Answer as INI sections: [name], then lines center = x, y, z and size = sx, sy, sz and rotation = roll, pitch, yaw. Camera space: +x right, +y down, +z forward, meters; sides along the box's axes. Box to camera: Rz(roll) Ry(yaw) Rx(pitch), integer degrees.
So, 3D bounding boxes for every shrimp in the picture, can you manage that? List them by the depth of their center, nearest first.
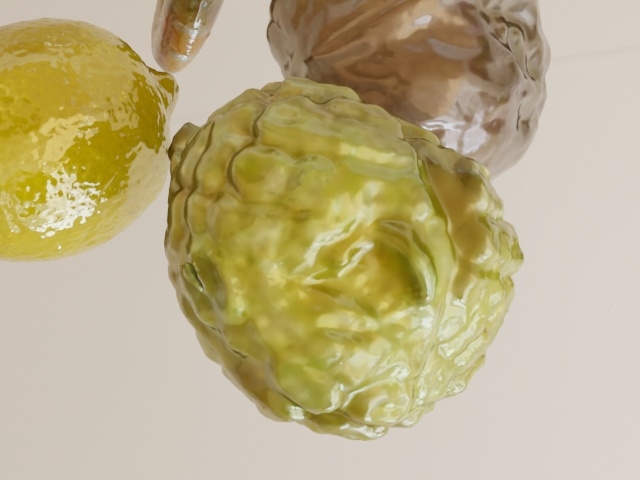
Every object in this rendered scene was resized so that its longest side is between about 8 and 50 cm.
[shrimp]
center = -0.121, -0.270, 0.919
size = 0.249, 0.068, 0.150
rotation = -40, -131, 52

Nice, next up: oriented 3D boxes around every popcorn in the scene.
[popcorn]
center = 0.000, 0.000, 0.614
size = 0.251, 0.237, 0.205
rotation = 43, -67, 38

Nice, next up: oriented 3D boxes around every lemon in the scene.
[lemon]
center = -0.214, -0.075, 0.714
size = 0.244, 0.187, 0.187
rotation = -26, -106, -30

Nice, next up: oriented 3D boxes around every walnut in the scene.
[walnut]
center = 0.081, -0.158, 0.828
size = 0.227, 0.273, 0.273
rotation = -4, -96, 37
